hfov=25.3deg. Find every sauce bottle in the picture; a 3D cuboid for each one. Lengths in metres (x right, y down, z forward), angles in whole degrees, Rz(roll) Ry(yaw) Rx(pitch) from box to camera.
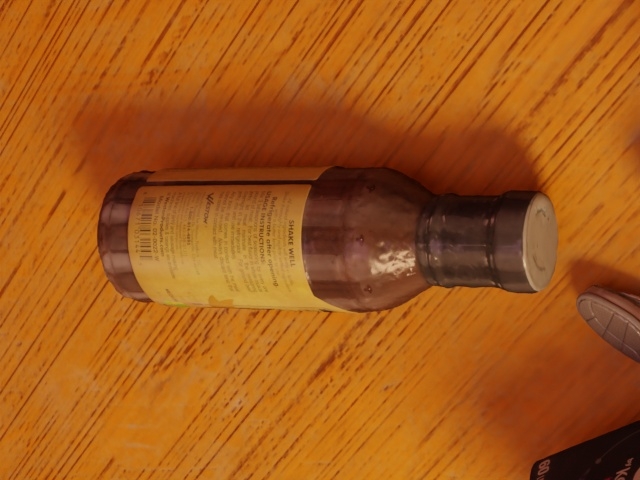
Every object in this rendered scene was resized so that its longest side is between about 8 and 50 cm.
[{"bbox_3d":[0.000,0.000,1.045,0.344,0.111,0.111,2,107,30],"label":"sauce bottle"}]

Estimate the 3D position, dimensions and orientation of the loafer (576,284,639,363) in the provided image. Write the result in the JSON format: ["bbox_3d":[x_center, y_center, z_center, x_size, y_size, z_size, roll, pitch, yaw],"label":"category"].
[{"bbox_3d":[0.237,0.066,0.985,0.125,0.039,0.045,35,152,18],"label":"loafer"}]

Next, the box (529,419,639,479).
[{"bbox_3d":[0.271,0.198,0.907,0.270,0.165,0.143,-29,114,32],"label":"box"}]
